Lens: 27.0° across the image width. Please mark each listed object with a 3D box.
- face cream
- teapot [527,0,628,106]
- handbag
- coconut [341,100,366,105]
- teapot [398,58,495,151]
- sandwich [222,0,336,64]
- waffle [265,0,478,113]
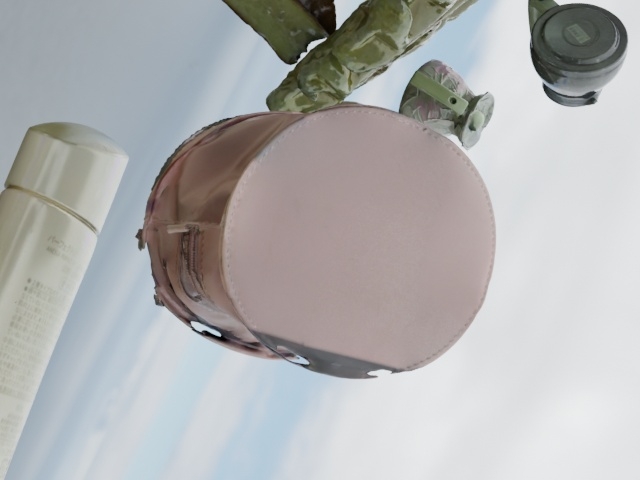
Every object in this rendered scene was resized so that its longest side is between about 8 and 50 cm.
[{"bbox_3d":[-0.271,0.052,1.195,0.173,0.081,0.348,63,45,-77],"label":"face cream"},{"bbox_3d":[0.172,-0.131,0.928,0.066,0.088,0.057,-25,146,-14],"label":"teapot"},{"bbox_3d":[-0.001,-0.001,0.866,0.116,0.205,0.179,19,-89,63],"label":"handbag"},{"bbox_3d":[0.005,-0.016,1.188,0.202,0.202,0.222,153,-41,-81],"label":"coconut"},{"bbox_3d":[0.101,-0.109,1.071,0.064,0.064,0.083,-61,157,-3],"label":"teapot"},{"bbox_3d":[-0.071,-0.268,1.088,0.096,0.258,0.094,-50,-166,-25],"label":"sandwich"},{"bbox_3d":[0.100,-0.208,1.063,0.309,0.056,0.292,-39,-179,43],"label":"waffle"}]
